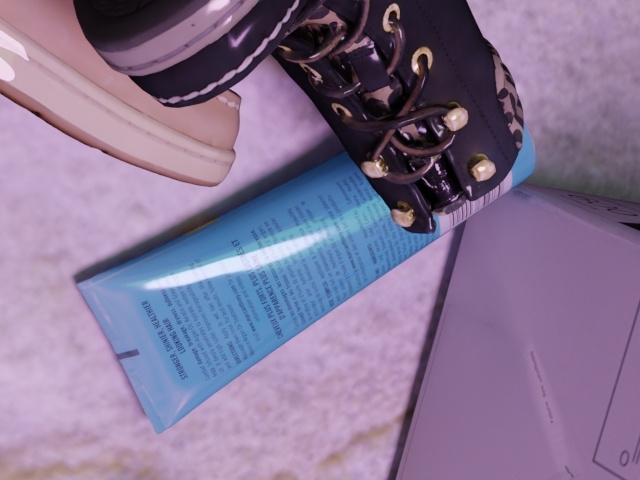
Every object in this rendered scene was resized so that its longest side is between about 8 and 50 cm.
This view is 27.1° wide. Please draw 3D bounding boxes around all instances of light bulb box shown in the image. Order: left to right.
[{"bbox_3d":[0.284,0.139,0.628,0.361,0.358,0.225,6,104,-36],"label":"light bulb box"}]

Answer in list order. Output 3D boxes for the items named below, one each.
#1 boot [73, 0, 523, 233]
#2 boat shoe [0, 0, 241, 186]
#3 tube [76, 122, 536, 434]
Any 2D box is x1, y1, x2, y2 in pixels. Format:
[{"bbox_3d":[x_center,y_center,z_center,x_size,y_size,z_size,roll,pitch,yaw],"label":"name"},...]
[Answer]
[{"bbox_3d":[0.011,-0.068,0.455,0.085,0.236,0.179,-26,118,19],"label":"boot"},{"bbox_3d":[-0.127,-0.122,0.423,0.302,0.109,0.098,36,86,-31],"label":"boat shoe"},{"bbox_3d":[0.000,0.000,0.586,0.207,0.052,0.080,-31,111,-15],"label":"tube"}]
